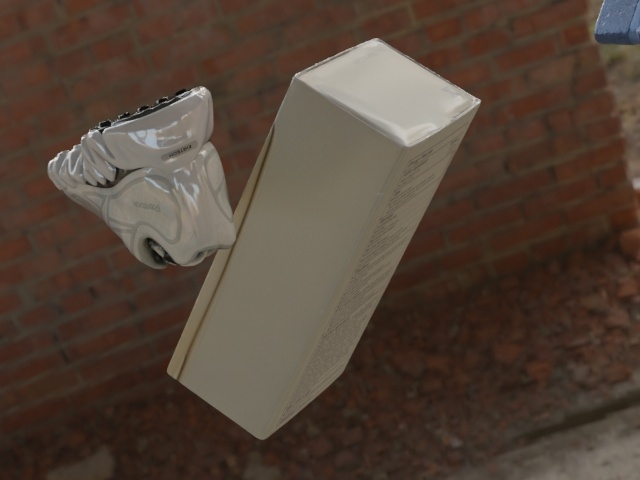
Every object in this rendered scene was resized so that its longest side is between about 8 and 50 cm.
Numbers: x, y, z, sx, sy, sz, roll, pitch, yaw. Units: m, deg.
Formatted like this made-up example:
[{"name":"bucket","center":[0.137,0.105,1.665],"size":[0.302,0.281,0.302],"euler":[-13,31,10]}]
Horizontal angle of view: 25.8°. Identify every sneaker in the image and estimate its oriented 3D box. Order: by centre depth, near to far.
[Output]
[{"name":"sneaker","center":[-0.130,-0.034,1.045],"size":[0.110,0.118,0.292],"euler":[-26,6,-13]}]

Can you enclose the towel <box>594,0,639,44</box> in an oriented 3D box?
[{"name":"towel","center":[0.359,-0.247,1.550],"size":[0.119,0.029,0.067],"euler":[12,79,56]}]

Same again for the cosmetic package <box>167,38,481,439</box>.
[{"name":"cosmetic package","center":[0.000,0.000,1.180],"size":[0.113,0.309,0.160],"euler":[33,30,15]}]
